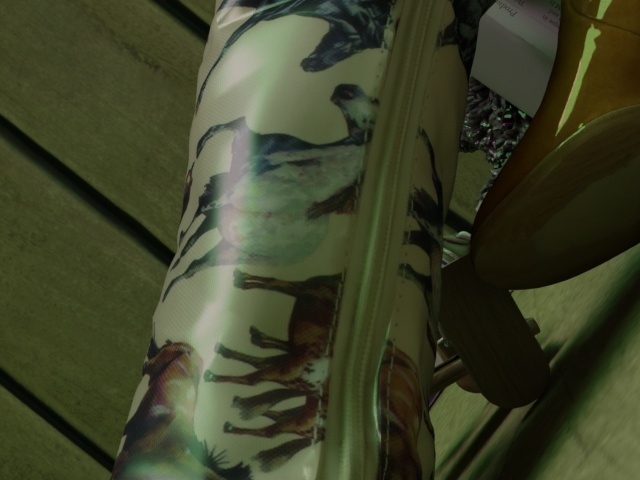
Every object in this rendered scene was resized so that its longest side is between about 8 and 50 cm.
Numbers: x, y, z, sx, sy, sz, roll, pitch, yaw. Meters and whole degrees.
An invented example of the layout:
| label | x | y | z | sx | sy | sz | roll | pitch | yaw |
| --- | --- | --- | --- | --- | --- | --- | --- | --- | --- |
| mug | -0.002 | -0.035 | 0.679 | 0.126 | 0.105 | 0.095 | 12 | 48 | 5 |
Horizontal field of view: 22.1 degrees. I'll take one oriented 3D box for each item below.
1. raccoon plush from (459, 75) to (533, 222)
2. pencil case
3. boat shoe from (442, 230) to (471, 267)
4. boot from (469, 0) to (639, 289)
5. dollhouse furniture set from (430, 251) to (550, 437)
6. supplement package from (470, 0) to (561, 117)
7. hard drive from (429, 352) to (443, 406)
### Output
| label | x | y | z | sx | sy | sz | roll | pitch | yaw |
| --- | --- | --- | --- | --- | --- | --- | --- | --- | --- |
| raccoon plush | 0.186 | -0.091 | 1.707 | 0.446 | 0.216 | 0.299 | -53 | -11 | -36 |
| pencil case | 0.000 | 0.000 | 0.840 | 0.183 | 0.160 | 0.410 | 127 | 155 | -58 |
| boat shoe | 0.150 | 0.031 | 1.916 | 0.094 | 0.109 | 0.302 | -50 | -5 | 0 |
| boot | 0.161 | -0.131 | 0.914 | 0.295 | 0.211 | 0.104 | -44 | -44 | 15 |
| dollhouse furniture set | 0.037 | 0.131 | 1.020 | 0.242 | 0.161 | 0.212 | -30 | -3 | -2 |
| supplement package | 0.148 | -0.179 | 1.088 | 0.145 | 0.262 | 0.204 | -51 | -19 | -2 |
| hard drive | 0.068 | 0.169 | 1.660 | 0.210 | 0.040 | 0.318 | -51 | -3 | -34 |
